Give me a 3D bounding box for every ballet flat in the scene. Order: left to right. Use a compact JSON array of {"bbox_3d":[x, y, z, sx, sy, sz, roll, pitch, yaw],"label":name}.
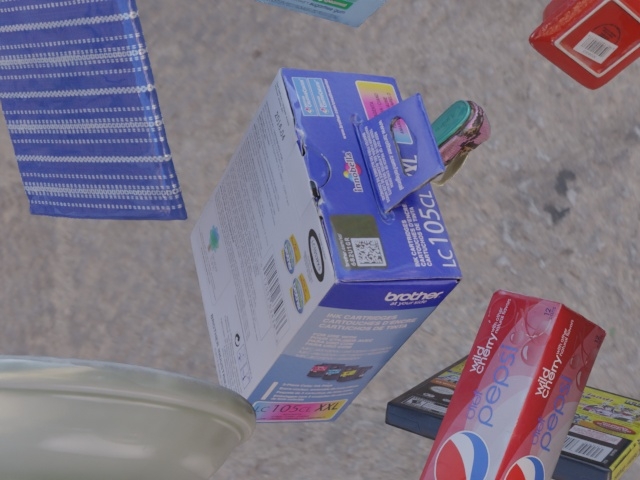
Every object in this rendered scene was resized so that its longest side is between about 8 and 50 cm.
[{"bbox_3d":[0.120,-0.086,1.420,0.221,0.079,0.077,-36,35,11],"label":"ballet flat"}]

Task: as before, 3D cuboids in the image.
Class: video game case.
[{"bbox_3d":[0.256,0.216,1.398,0.275,0.248,0.035,14,106,28],"label":"video game case"}]

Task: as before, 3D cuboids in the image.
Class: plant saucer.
[{"bbox_3d":[-0.251,0.186,0.923,0.401,0.400,0.100,-9,70,19],"label":"plant saucer"}]

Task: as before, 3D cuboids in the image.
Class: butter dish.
[{"bbox_3d":[0.382,-0.317,1.591,0.160,0.160,0.118,-40,40,30],"label":"butter dish"}]

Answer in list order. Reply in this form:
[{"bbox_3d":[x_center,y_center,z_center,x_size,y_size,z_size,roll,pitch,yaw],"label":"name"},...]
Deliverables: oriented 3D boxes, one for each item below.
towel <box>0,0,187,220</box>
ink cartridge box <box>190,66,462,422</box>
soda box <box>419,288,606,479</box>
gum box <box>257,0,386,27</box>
[{"bbox_3d":[-0.260,-0.183,1.196,0.243,0.040,0.335,3,112,37],"label":"towel"},{"bbox_3d":[0.000,0.000,1.242,0.151,0.395,0.270,0,58,-25],"label":"ink cartridge box"},{"bbox_3d":[0.177,0.185,1.104,0.092,0.083,0.263,13,78,51],"label":"soda box"},{"bbox_3d":[0.030,-0.265,0.984,0.184,0.157,0.041,-36,61,40],"label":"gum box"}]
